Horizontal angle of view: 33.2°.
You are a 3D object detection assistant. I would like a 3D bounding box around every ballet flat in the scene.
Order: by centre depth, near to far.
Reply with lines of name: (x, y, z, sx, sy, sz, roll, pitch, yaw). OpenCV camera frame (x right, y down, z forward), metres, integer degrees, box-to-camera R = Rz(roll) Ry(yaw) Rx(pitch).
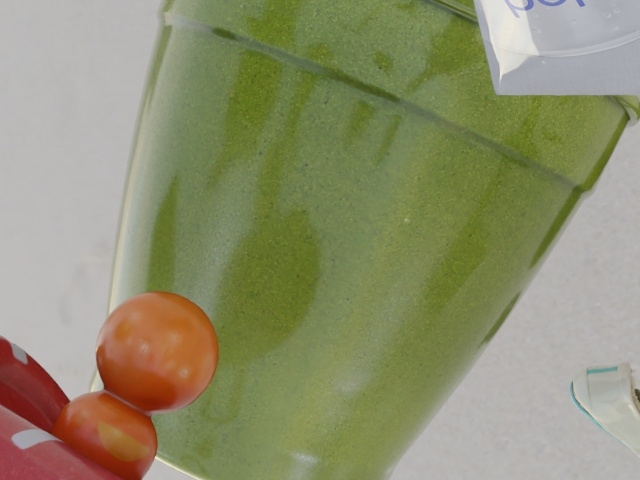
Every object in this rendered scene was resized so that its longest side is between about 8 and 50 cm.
ballet flat: (0.362, 0.206, 1.126, 0.086, 0.248, 0.086, -36, 30, 25)

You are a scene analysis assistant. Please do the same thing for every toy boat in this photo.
toy boat: (-0.104, 0.092, 0.513, 0.231, 0.151, 0.151, 19, 72, 38)

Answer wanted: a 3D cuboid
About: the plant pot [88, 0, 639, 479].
plant pot: (0.000, 0.000, 0.806, 0.366, 0.366, 0.353, 27, 96, 58)

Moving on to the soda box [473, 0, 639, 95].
soda box: (0.101, -0.187, 0.444, 0.286, 0.091, 0.098, 63, -143, -52)
